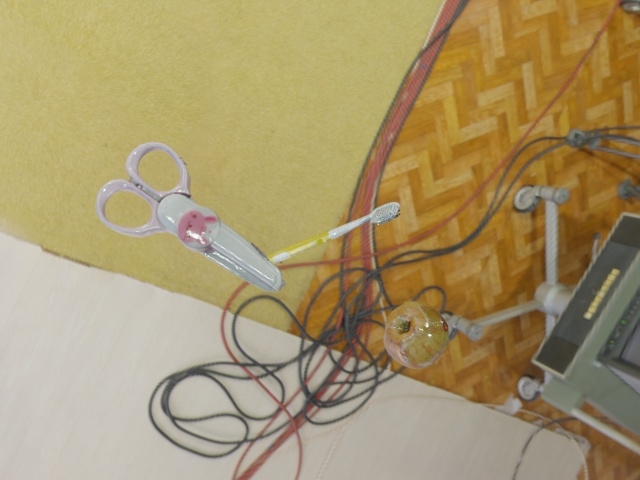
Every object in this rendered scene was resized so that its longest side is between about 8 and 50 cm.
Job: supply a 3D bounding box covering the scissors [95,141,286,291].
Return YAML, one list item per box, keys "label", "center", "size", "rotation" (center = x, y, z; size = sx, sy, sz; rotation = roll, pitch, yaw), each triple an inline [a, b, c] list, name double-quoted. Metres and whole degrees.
- label: "scissors"
  center: [-0.143, -0.013, 0.651]
  size: [0.242, 0.030, 0.118]
  rotation: [35, 79, 7]

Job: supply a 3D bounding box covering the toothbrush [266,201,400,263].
- label: "toothbrush"
  center: [0.000, 0.000, 0.869]
  size: [0.021, 0.288, 0.024]
  rotation: [53, 38, -20]

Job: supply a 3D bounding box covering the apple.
- label: "apple"
  center: [0.173, 0.174, 1.044]
  size: [0.102, 0.126, 0.126]
  rotation: [30, 88, -37]
